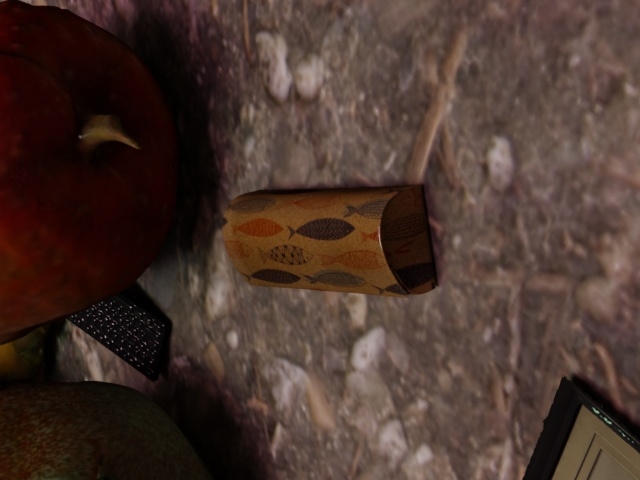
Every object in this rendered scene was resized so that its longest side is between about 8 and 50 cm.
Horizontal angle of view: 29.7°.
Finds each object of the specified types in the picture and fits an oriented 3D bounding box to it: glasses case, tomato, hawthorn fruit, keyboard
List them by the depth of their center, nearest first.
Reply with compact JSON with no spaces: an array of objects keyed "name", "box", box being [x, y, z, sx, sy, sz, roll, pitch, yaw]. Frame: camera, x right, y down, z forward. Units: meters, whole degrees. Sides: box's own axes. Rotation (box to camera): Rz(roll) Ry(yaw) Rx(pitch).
[{"name":"glasses case","box":[0.000,0.000,0.770,0.170,0.041,0.064,2,104,52]},{"name":"hawthorn fruit","box":[-0.228,-0.051,0.894,0.258,0.258,0.262,52,125,29]},{"name":"tomato","box":[-0.219,0.254,0.944,0.239,0.303,0.303,-138,45,-62]},{"name":"keyboard","box":[-0.209,0.048,1.046,0.204,0.013,0.061,31,121,27]}]

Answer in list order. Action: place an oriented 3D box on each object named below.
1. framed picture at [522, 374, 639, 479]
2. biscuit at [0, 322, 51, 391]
[{"name":"framed picture","box":[0.170,0.200,0.638,0.199,0.010,0.195,43,133,37]},{"name":"biscuit","box":[-0.372,0.022,1.250,0.329,0.078,0.335,46,135,30]}]
